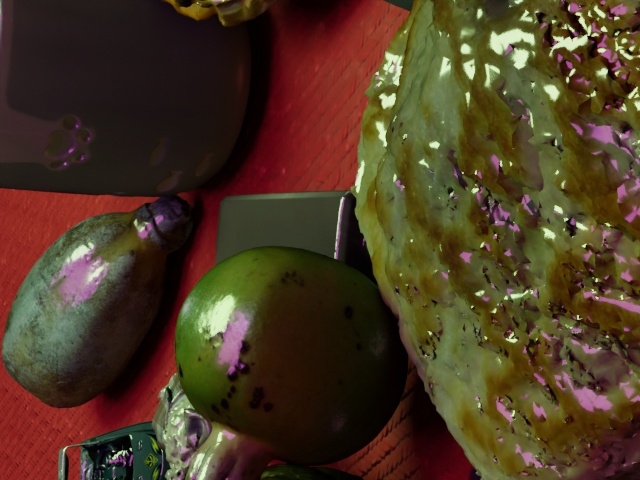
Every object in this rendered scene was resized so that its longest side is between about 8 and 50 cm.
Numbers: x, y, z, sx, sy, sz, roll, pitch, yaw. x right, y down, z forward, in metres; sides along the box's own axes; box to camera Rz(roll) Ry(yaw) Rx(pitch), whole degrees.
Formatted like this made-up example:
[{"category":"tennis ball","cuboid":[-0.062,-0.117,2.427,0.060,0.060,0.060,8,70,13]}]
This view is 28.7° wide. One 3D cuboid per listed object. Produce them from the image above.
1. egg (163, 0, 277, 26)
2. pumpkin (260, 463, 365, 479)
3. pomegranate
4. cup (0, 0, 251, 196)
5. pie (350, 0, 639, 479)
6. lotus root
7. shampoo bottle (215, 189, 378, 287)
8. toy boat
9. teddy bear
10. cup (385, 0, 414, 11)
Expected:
[{"category":"egg","cuboid":[-0.069,-0.349,1.186,0.264,0.174,0.286,-32,77,27]},{"category":"pumpkin","cuboid":[-0.013,0.342,0.988,0.222,0.139,0.317,33,111,56]},{"category":"pomegranate","cuboid":[-0.033,0.107,0.934,0.180,0.180,0.209,-5,54,56]},{"category":"cup","cuboid":[-0.255,-0.158,1.321,0.357,0.274,0.259,-30,60,56]},{"category":"pie","cuboid":[0.145,-0.061,0.798,0.395,0.180,0.418,62,140,40]},{"category":"lotus root","cuboid":[-0.258,0.061,1.411,0.322,0.140,0.158,-52,44,34]},{"category":"shampoo bottle","cuboid":[0.000,0.000,1.084,0.246,0.080,0.079,1,86,56]},{"category":"toy boat","cuboid":[-0.193,0.239,1.315,0.246,0.103,0.093,-22,65,50]},{"category":"teddy bear","cuboid":[-0.097,0.149,1.090,0.111,0.213,0.133,20,101,13]},{"category":"cup","cuboid":[0.069,-0.316,1.000,0.148,0.134,0.235,34,109,19]}]
